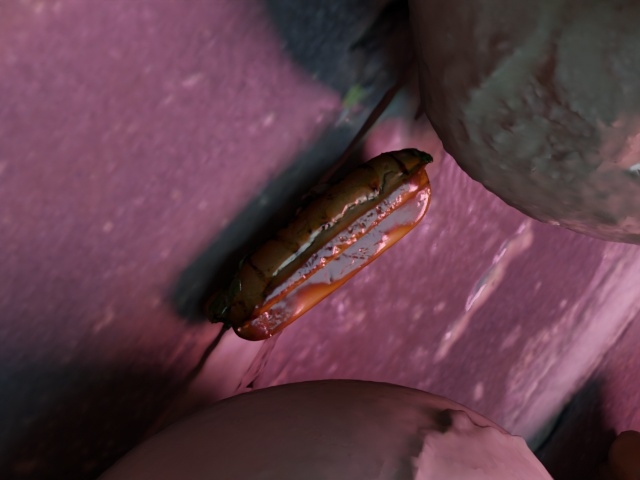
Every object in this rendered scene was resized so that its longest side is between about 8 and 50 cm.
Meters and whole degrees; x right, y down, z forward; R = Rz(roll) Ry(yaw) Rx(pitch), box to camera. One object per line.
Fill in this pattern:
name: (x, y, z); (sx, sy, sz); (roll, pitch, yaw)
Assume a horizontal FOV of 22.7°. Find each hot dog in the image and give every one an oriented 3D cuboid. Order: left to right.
hot dog: (0.000, 0.000, 0.705); (0.122, 0.037, 0.049); (-36, 148, -11)

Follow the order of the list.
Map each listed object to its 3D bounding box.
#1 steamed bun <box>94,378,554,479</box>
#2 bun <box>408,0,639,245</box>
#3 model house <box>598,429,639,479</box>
steamed bun: (-0.022, 0.180, 0.700); (0.283, 0.177, 0.283); (-20, 126, -29)
bun: (0.207, -0.150, 0.651); (0.360, 0.211, 0.359); (-24, 133, -28)
model house: (0.210, 0.320, 0.925); (0.382, 0.342, 0.334); (-26, 142, -16)
